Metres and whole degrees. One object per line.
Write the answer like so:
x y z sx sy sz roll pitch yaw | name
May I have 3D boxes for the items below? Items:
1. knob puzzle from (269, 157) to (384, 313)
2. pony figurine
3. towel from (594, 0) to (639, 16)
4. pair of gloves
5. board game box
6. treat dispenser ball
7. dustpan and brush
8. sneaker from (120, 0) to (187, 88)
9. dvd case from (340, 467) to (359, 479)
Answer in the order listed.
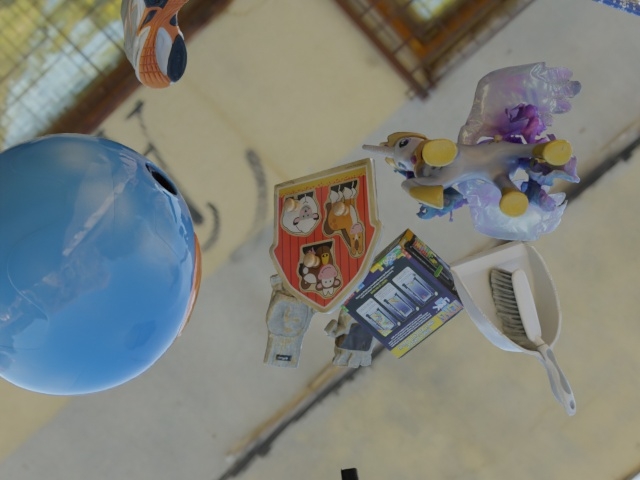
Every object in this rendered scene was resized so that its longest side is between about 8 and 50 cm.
0.000 0.000 1.612 0.213 0.030 0.213 -10 -106 38 | knob puzzle
0.267 -0.130 1.943 0.351 0.302 0.363 -1 -169 -10 | pony figurine
0.386 -0.433 1.877 0.243 0.336 0.040 -94 -157 -55 | towel
0.007 0.161 2.450 0.042 0.240 0.204 -109 -158 -67 | pair of gloves
0.126 0.082 1.835 0.170 0.141 0.048 -42 -171 40 | board game box
-0.275 0.026 1.339 0.288 0.288 0.288 -41 -166 12 | treat dispenser ball
0.246 0.107 1.432 0.147 0.211 0.060 -17 179 -41 | dustpan and brush
-0.247 -0.359 1.762 0.121 0.099 0.262 42 -52 43 | sneaker
0.055 0.403 1.339 0.022 0.253 0.180 -9 -158 0 | dvd case
